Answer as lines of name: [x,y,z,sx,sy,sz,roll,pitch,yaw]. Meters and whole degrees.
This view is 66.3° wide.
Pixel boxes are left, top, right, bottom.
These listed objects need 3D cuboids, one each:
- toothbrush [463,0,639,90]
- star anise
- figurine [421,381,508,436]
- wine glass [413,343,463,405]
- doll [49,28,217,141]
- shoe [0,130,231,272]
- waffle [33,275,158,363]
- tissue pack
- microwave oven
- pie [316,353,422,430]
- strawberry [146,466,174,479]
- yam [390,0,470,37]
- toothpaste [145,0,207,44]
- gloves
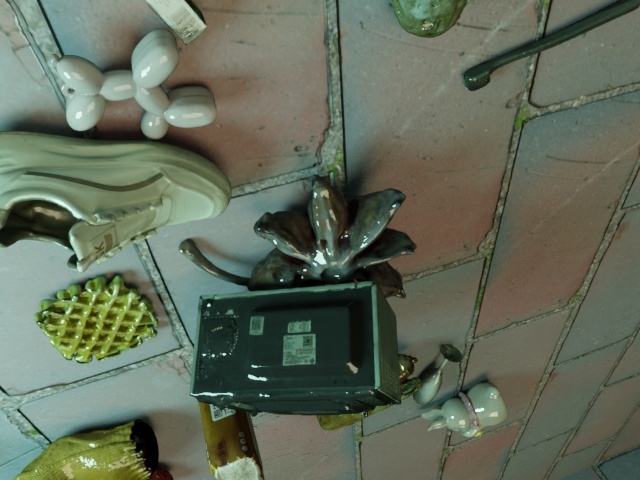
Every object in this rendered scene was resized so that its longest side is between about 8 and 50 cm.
toothbrush: [0.354,-0.304,0.747,0.297,0.030,0.031,-26,144,0]
star anise: [0.000,0.000,0.800,0.359,0.139,0.316,31,118,-26]
figurine: [0.429,0.521,1.466,0.235,0.127,0.155,-23,145,4]
wine glass: [0.307,0.362,1.304,0.066,0.066,0.198,0,129,-25]
doll: [-0.223,-0.173,0.576,0.160,0.059,0.161,-23,150,7]
shoe: [-0.263,-0.033,0.607,0.316,0.159,0.124,5,145,-22]
waffle: [-0.365,0.134,0.812,0.169,0.036,0.184,-20,137,-10]
tissue pack: [-0.180,0.381,0.981,0.091,0.226,0.183,-16,134,-8]
microwave oven: [-0.031,0.193,0.808,0.294,0.181,0.237,-6,157,15]
pie: [0.120,0.391,1.218,0.274,0.106,0.257,-20,144,-6]
strawberry: [-0.396,0.585,1.174,0.083,0.083,0.096,-42,135,15]
yam: [0.126,-0.381,0.516,0.133,0.133,0.330,-18,139,-9]
toothpaste: [-0.187,-0.281,0.510,0.034,0.046,0.164,-36,135,12]
gloves: [-0.501,0.486,0.981,0.356,0.155,0.203,-29,145,-19]
